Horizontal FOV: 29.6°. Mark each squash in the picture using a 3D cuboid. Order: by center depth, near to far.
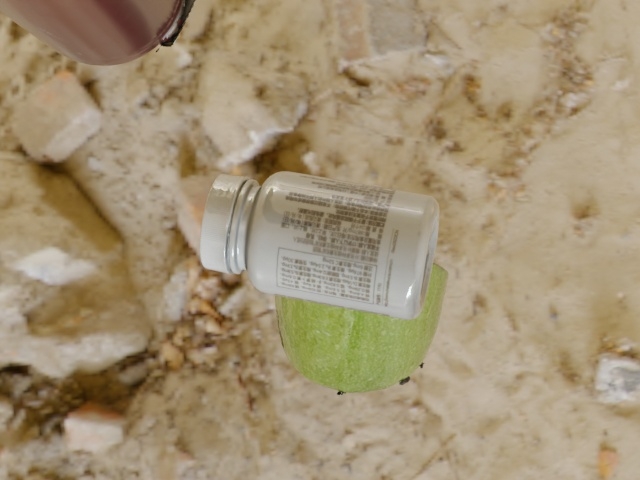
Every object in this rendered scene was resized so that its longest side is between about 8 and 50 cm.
[{"bbox_3d":[0.044,0.027,1.282,0.189,0.189,0.260,44,149,32],"label":"squash"}]

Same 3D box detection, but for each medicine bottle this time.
[{"bbox_3d":[0.000,0.000,0.758,0.140,0.079,0.079,10,97,10],"label":"medicine bottle"}]

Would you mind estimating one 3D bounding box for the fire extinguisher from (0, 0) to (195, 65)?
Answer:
[{"bbox_3d":[-0.117,-0.147,0.594,0.104,0.269,0.105,0,88,3],"label":"fire extinguisher"}]
